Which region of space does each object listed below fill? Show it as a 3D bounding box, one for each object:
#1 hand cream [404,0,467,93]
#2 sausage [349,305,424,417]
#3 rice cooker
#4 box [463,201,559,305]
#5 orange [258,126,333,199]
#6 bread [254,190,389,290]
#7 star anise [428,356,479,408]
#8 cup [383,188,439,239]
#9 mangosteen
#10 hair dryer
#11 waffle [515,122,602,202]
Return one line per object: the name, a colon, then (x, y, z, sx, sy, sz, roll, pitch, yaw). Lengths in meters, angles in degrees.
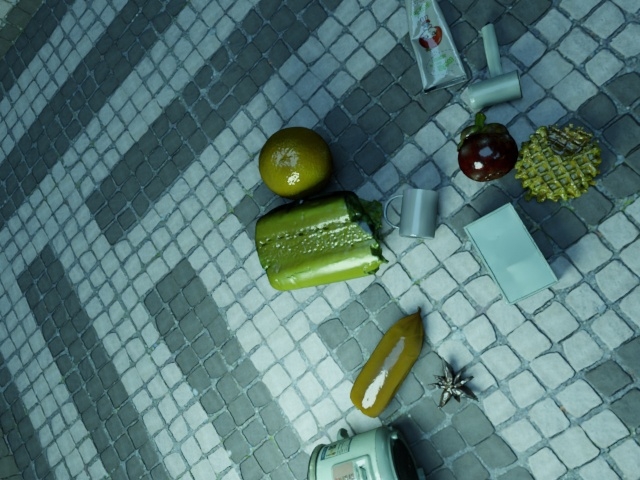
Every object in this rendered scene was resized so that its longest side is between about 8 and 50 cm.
hand cream: (0.312, -0.590, 1.328, 0.121, 0.076, 0.335, -17, 85, 23)
sausage: (0.194, 0.328, 1.271, 0.112, 0.112, 0.328, 33, 96, 23)
rice cooker: (0.106, 0.632, 1.198, 0.317, 0.264, 0.316, -15, 57, 24)
box: (0.479, 0.036, 1.179, 0.129, 0.086, 0.225, -30, 74, 18)
orange: (-0.072, -0.225, 1.366, 0.236, 0.236, 0.236, -2, 84, 24)
bread: (0.000, 0.000, 1.325, 0.377, 0.208, 0.251, -14, 87, 22)
star anise: (0.341, 0.368, 1.225, 0.124, 0.056, 0.129, -19, 78, 22)
cup: (0.254, -0.073, 1.285, 0.136, 0.099, 0.133, 5, 88, 36)
mangosteen: (0.414, -0.239, 1.192, 0.156, 0.146, 0.181, -21, 92, 40)
hair dryer: (0.453, -0.477, 1.248, 0.131, 0.073, 0.236, -10, 79, 24)
waffle: (0.588, -0.195, 1.160, 0.193, 0.070, 0.197, 1, 86, 24)
